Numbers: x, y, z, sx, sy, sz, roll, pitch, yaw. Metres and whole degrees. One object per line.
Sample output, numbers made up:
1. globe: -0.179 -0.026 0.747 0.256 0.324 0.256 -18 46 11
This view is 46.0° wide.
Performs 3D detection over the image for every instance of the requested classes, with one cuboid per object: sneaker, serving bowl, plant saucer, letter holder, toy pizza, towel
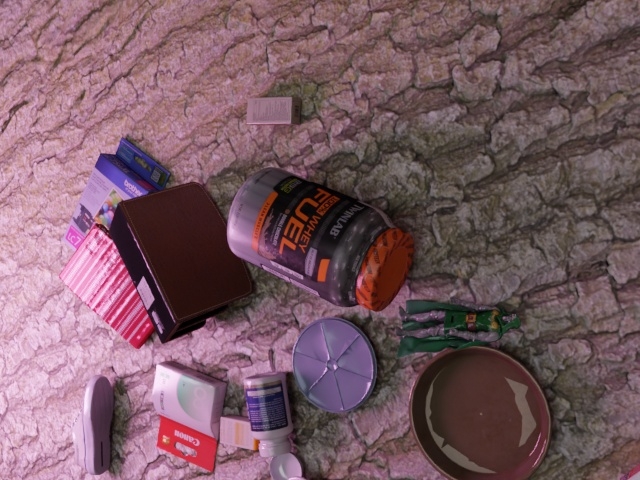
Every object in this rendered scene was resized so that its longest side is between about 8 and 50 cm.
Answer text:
1. sneaker: -0.583 0.461 1.894 0.091 0.094 0.258 8 96 24
2. serving bowl: -0.070 0.499 1.651 0.083 0.027 0.083 1 92 29
3. plant saucer: 0.302 0.333 1.434 0.278 0.041 0.278 1 91 29
4. letter holder: -0.313 0.043 1.716 0.302 0.214 0.152 62 148 12
5. toy pizza: 0.031 0.260 1.585 0.201 0.032 0.201 0 91 29
6. towel: -0.485 0.112 1.820 0.275 0.031 0.199 42 112 2

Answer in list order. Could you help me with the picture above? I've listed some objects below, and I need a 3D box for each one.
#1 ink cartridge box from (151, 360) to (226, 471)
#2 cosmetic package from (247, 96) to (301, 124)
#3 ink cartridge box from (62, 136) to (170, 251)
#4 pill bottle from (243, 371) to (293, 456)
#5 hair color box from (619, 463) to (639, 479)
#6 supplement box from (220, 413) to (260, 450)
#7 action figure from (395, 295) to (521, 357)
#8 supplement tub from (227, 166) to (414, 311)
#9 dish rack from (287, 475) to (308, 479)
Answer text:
1. ink cartridge box: -0.319 0.416 1.773 0.181 0.056 0.224 14 97 28
2. cosmetic package: -0.101 -0.279 1.631 0.115 0.041 0.060 6 95 29
3. ink cartridge box: -0.506 -0.079 1.853 0.186 0.065 0.311 37 107 22
4. pill bottle: -0.109 0.375 1.630 0.094 0.094 0.169 -11 86 29
5. hair color box: 0.597 0.397 1.266 0.093 0.053 0.167 49 114 17
6. supplement box: -0.177 0.431 1.702 0.098 0.036 0.062 4 94 29
7. action figure: 0.260 0.156 1.424 0.232 0.063 0.137 -4 51 21
8. supplement tub: 0.000 0.000 1.493 0.338 0.207 0.207 24 103 26
9. dish rack: 0.008 0.685 1.564 0.333 0.072 0.285 39 109 34
